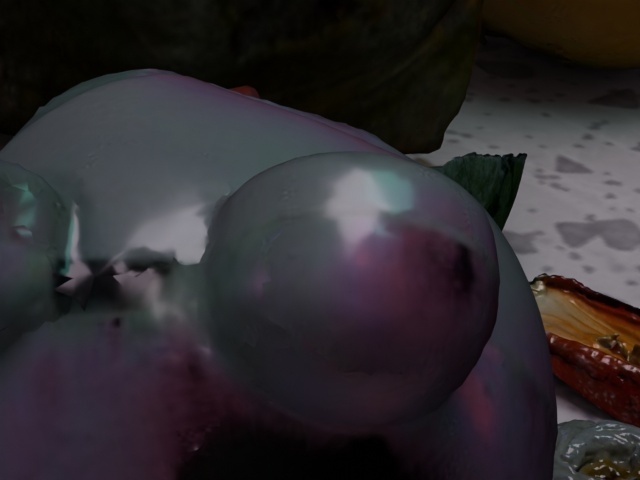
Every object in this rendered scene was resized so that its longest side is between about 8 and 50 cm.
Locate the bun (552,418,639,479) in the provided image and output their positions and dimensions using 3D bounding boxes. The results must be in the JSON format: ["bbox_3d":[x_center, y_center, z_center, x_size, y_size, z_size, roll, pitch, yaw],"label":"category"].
[{"bbox_3d":[0.095,0.090,0.600,0.083,0.045,0.083,-1,33,0],"label":"bun"}]

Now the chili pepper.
[{"bbox_3d":[0.130,0.056,0.683,0.045,0.027,0.178,-28,41,-36],"label":"chili pepper"}]

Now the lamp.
[{"bbox_3d":[-0.088,0.070,0.488,0.301,0.247,0.247,0,60,8],"label":"lamp"}]

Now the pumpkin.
[{"bbox_3d":[-0.068,-0.160,0.798,0.256,0.225,0.303,0,9,-26],"label":"pumpkin"}]

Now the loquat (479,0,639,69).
[{"bbox_3d":[0.144,-0.216,0.938,0.263,0.263,0.263,2,29,-1],"label":"loquat"}]

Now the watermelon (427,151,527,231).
[{"bbox_3d":[0.000,0.000,0.741,0.139,0.071,0.187,2,6,41],"label":"watermelon"}]
